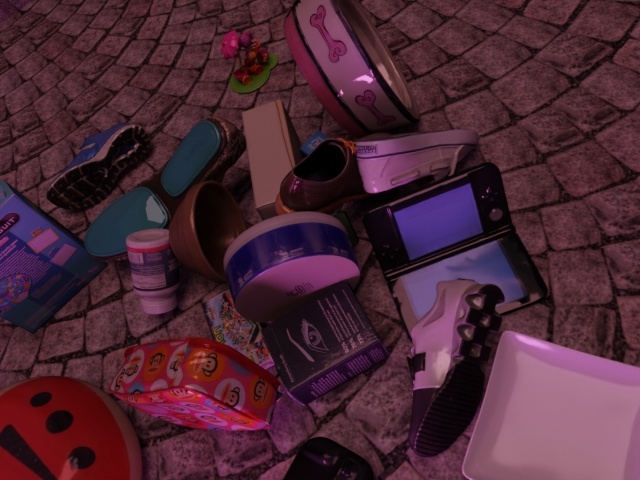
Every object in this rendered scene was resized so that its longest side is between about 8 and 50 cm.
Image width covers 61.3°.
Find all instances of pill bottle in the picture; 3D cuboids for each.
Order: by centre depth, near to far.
[{"bbox_3d":[-0.383,0.072,1.249,0.108,0.180,0.108,-1,20,1],"label":"pill bottle"}]

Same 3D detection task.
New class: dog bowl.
[{"bbox_3d":[-0.057,0.061,1.099,0.265,0.265,0.104,-22,58,5],"label":"dog bowl"},{"bbox_3d":[0.071,-0.424,1.285,0.150,0.408,0.407,-30,54,21],"label":"dog bowl"}]

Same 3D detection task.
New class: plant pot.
[{"bbox_3d":[-0.266,-0.010,1.234,0.110,0.237,0.237,-14,57,20],"label":"plant pot"}]

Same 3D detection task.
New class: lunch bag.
[{"bbox_3d":[-0.224,0.290,1.025,0.293,0.258,0.120,-13,47,37],"label":"lunch bag"}]

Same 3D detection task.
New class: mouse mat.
[{"bbox_3d":[0.000,0.000,1.162,0.153,0.189,0.007,-22,64,5],"label":"mouse mat"}]

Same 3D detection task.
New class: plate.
[{"bbox_3d":[0.415,0.320,0.920,0.278,0.045,0.277,14,65,25],"label":"plate"}]

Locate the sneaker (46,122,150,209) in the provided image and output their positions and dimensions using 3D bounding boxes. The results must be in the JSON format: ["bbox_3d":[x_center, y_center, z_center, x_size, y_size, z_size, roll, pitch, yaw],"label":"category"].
[{"bbox_3d":[-0.649,-0.221,1.567,0.330,0.129,0.147,-43,43,-13],"label":"sneaker"}]

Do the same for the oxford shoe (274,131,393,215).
[{"bbox_3d":[0.062,-0.161,1.152,0.130,0.132,0.364,40,53,18],"label":"oxford shoe"}]

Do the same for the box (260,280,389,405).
[{"bbox_3d":[0.008,0.207,1.085,0.207,0.108,0.153,-29,56,1],"label":"box"}]

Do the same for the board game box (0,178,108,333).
[{"bbox_3d":[-0.717,0.050,1.282,0.254,0.336,0.079,-45,57,-11],"label":"board game box"}]

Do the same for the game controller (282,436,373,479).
[{"bbox_3d":[-0.035,0.510,0.946,0.167,0.067,0.319,9,60,49],"label":"game controller"}]

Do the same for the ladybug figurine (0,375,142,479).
[{"bbox_3d":[-0.561,0.436,1.107,0.450,0.162,0.305,19,68,27],"label":"ladybug figurine"}]

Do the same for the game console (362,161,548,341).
[{"bbox_3d":[0.265,0.025,1.077,0.293,0.250,0.173,-22,30,5],"label":"game console"}]

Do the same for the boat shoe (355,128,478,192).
[{"bbox_3d":[0.223,-0.156,1.176,0.136,0.156,0.367,7,18,43],"label":"boat shoe"}]

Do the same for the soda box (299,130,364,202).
[{"bbox_3d":[0.046,-0.184,1.329,0.071,0.067,0.210,-44,57,-10],"label":"soda box"}]

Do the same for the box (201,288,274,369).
[{"bbox_3d":[-0.181,0.203,1.193,0.114,0.036,0.207,-29,56,1],"label":"box"}]

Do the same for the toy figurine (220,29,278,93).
[{"bbox_3d":[-0.219,-0.547,1.577,0.173,0.159,0.130,-41,57,-9],"label":"toy figurine"}]

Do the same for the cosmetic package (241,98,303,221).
[{"bbox_3d":[-0.100,-0.173,1.317,0.113,0.160,0.309,-18,58,7],"label":"cosmetic package"}]

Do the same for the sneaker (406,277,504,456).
[{"bbox_3d":[0.223,0.228,1.006,0.146,0.123,0.330,12,77,56],"label":"sneaker"}]

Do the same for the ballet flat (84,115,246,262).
[{"bbox_3d":[-0.362,-0.106,1.340,0.483,0.182,0.164,-41,73,13],"label":"ballet flat"}]
